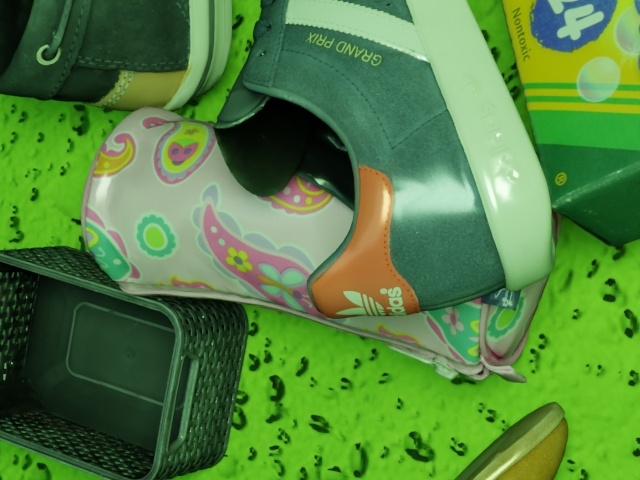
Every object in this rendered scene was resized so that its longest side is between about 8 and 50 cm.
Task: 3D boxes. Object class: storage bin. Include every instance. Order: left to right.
[{"bbox_3d":[-0.150,0.080,1.081,0.180,0.084,0.122,15,100,29],"label":"storage bin"}]

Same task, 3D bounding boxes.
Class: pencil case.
[{"bbox_3d":[0.000,0.000,0.964,0.284,0.124,0.124,13,99,23],"label":"pencil case"}]

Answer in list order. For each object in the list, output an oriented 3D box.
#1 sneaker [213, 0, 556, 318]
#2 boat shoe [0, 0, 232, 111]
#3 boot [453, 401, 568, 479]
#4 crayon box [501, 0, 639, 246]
[{"bbox_3d":[0.001,-0.113,0.872,0.148,0.131,0.350,-20,59,2],"label":"sneaker"},{"bbox_3d":[-0.164,-0.318,0.977,0.187,0.156,0.500,13,111,57],"label":"boat shoe"},{"bbox_3d":[0.113,0.262,0.948,0.211,0.104,0.295,40,100,7],"label":"boot"},{"bbox_3d":[0.250,-0.153,0.816,0.323,0.083,0.203,-24,61,27],"label":"crayon box"}]
